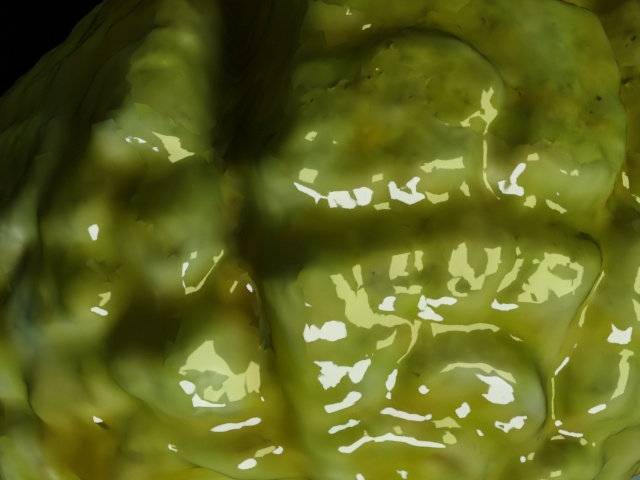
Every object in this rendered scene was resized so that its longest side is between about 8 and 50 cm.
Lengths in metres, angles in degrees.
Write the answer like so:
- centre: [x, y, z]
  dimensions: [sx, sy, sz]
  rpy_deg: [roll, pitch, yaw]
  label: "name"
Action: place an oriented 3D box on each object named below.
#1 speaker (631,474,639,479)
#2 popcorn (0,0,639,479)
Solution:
- centre: [0.255, -0.008, 0.903]
  dimensions: [0.183, 0.184, 0.406]
  rpy_deg: [-10, 117, -39]
  label: "speaker"
- centre: [0.000, 0.000, 0.633]
  dimensions: [0.224, 0.258, 0.270]
  rpy_deg: [38, 88, -29]
  label: "popcorn"
